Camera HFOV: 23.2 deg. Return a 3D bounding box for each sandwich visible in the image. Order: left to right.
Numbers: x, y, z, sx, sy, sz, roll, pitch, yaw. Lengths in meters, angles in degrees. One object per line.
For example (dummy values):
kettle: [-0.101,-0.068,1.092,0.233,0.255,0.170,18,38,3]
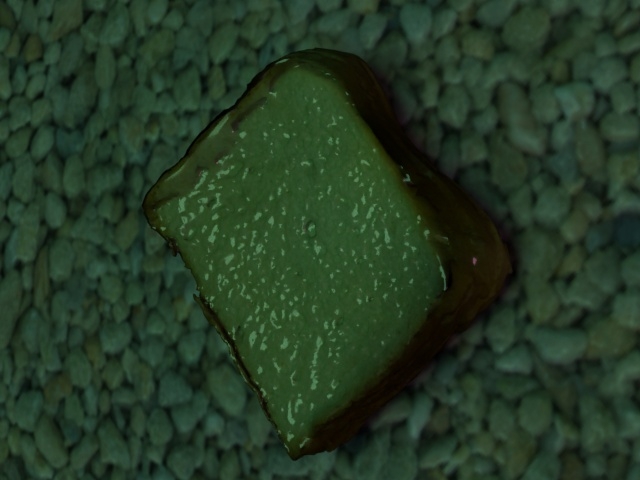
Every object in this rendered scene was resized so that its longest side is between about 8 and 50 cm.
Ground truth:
sandwich: [0.001,0.000,1.162,0.226,0.087,0.251,-49,62,27]
